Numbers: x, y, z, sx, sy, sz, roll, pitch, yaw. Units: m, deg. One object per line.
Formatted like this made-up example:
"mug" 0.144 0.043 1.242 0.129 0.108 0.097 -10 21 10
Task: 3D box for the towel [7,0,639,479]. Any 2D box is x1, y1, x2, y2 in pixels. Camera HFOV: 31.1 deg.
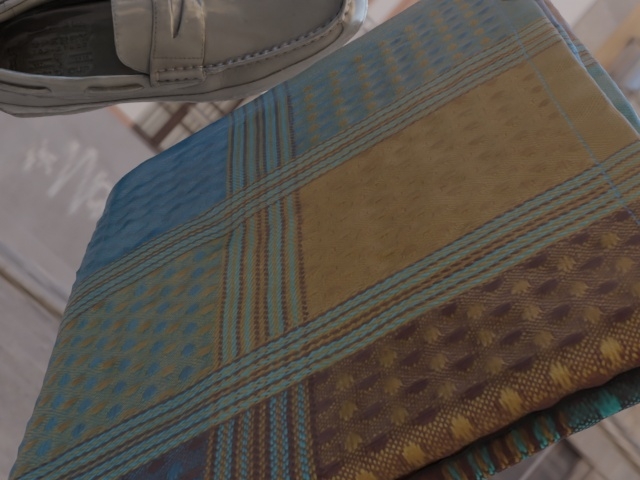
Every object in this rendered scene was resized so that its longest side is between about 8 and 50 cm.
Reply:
"towel" 0.000 0.000 0.482 0.040 0.271 0.370 56 12 -23

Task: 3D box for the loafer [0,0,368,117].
"loafer" -0.124 -0.158 0.868 0.111 0.319 0.112 26 52 -76
